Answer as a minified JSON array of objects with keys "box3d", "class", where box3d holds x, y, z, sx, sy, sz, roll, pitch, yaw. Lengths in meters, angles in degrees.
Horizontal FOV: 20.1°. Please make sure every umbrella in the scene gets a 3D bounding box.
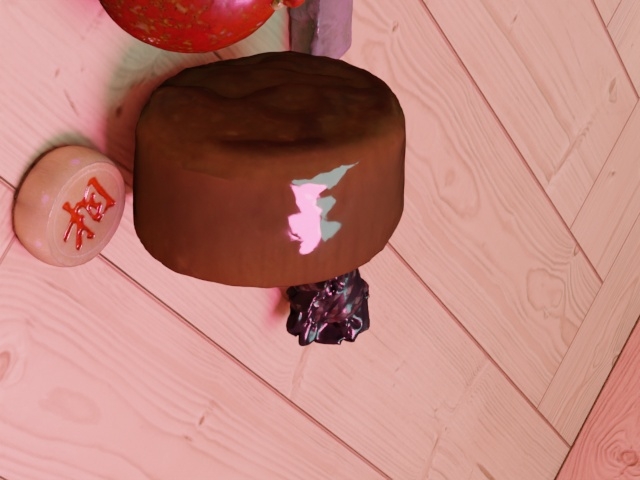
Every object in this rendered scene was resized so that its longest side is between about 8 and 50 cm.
[{"box3d":[0.001,0.000,2.162,0.122,0.110,0.272,-41,138,-38],"class":"umbrella"}]

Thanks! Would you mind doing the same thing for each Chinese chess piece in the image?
[{"box3d":[-0.244,-0.033,1.770,0.122,0.051,0.122,-39,142,-39],"class":"Chinese chess piece"}]

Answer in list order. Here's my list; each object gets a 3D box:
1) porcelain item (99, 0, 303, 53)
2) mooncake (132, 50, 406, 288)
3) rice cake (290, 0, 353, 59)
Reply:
[{"box3d":[-0.089,-0.283,1.661,0.253,0.253,0.253,-39,141,-40],"class":"porcelain item"},{"box3d":[-0.051,-0.082,1.827,0.284,0.284,0.155,-33,132,-45],"class":"mooncake"},{"box3d":[0.007,-0.348,1.950,0.072,0.056,0.365,-30,136,-39],"class":"rice cake"}]
